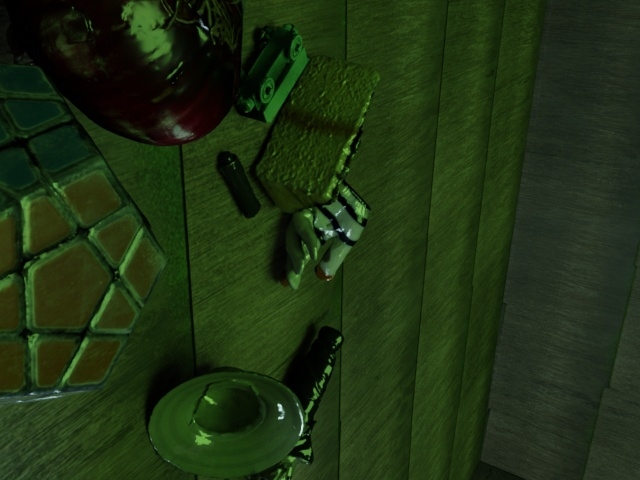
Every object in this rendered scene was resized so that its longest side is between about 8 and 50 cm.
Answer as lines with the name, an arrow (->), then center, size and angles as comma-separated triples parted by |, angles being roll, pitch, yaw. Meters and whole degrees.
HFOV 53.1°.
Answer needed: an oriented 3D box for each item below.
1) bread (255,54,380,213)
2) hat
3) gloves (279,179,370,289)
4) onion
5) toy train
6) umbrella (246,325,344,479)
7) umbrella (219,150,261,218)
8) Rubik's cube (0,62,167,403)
bread -> -0.010, -0.183, 1.109 | 0.266, 0.142, 0.178 | -65, -169, -20
hat -> -0.153, 0.271, 1.057 | 0.110, 0.252, 0.252 | -105, -173, -55
gloves -> -0.010, -0.011, 1.206 | 0.219, 0.131, 0.140 | -44, 154, 8
onion -> -0.202, -0.242, 0.633 | 0.314, 0.232, 0.314 | -13, 90, -80
toy train -> -0.078, -0.258, 1.002 | 0.172, 0.070, 0.099 | -62, 159, -21
umbrella -> -0.035, 0.348, 1.321 | 0.106, 0.113, 0.357 | 41, 66, -35
umbrella -> -0.128, -0.090, 1.030 | 0.133, 0.031, 0.036 | 69, 18, -47
Rubik's cube -> -0.292, 0.006, 0.536 | 0.319, 0.319, 0.264 | -43, 164, -44
